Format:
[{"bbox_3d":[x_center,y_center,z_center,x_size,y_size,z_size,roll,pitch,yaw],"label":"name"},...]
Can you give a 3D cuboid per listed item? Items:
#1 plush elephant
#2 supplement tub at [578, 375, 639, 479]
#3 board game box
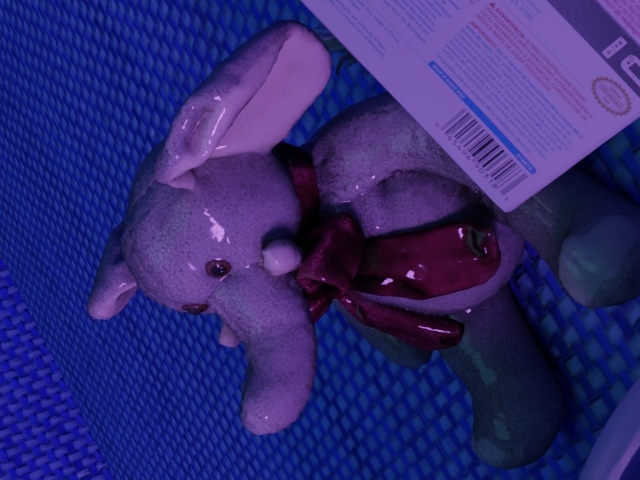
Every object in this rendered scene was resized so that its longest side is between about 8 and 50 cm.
[{"bbox_3d":[0.000,0.000,0.912,0.330,0.255,0.272,59,156,18],"label":"plush elephant"},{"bbox_3d":[0.254,0.168,0.520,0.316,0.228,0.228,45,150,54],"label":"supplement tub"},{"bbox_3d":[0.099,-0.175,0.570,0.224,0.097,0.303,46,144,-4],"label":"board game box"}]
